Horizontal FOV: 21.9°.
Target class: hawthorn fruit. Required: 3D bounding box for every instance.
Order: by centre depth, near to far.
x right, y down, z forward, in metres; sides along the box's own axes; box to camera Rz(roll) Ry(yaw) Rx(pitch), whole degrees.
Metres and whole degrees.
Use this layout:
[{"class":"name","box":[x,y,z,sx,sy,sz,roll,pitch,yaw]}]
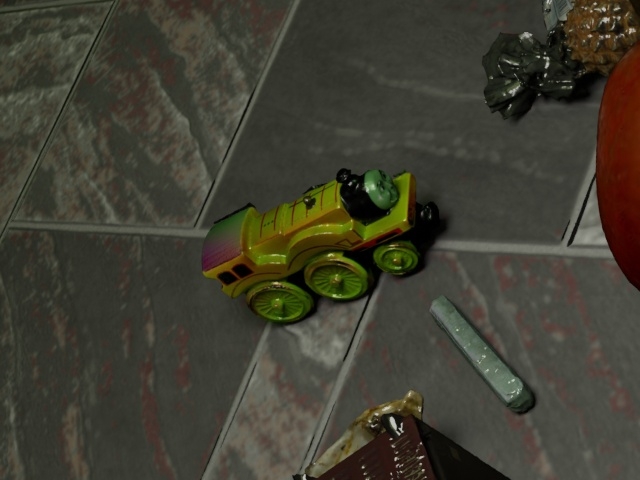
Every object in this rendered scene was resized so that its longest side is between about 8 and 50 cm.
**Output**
[{"class":"hawthorn fruit","box":[0.397,-0.082,1.600,0.311,0.295,0.295,-49,38,-11]}]

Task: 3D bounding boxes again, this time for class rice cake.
[{"class":"rice cake","box":[0.177,0.126,1.858,0.033,0.033,0.207,-39,38,0]}]

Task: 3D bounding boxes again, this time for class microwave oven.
[{"class":"microwave oven","box":[0.107,0.314,1.619,0.188,0.247,0.178,-36,44,21]}]

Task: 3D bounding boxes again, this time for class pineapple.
[{"class":"pineapple","box":[0.291,-0.224,1.964,0.237,0.111,0.119,-29,14,34]}]

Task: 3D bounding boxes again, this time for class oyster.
[{"class":"oyster","box":[0.016,0.309,1.820,0.341,0.110,0.166,-55,33,1]}]

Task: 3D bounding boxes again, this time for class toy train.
[{"class":"toy train","box":[0.000,0.000,2.033,0.296,0.160,0.100,-25,39,30]}]

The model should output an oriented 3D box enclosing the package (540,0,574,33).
[{"class":"package","box":[0.342,-0.345,2.062,0.173,0.027,0.171,-31,40,24]}]
